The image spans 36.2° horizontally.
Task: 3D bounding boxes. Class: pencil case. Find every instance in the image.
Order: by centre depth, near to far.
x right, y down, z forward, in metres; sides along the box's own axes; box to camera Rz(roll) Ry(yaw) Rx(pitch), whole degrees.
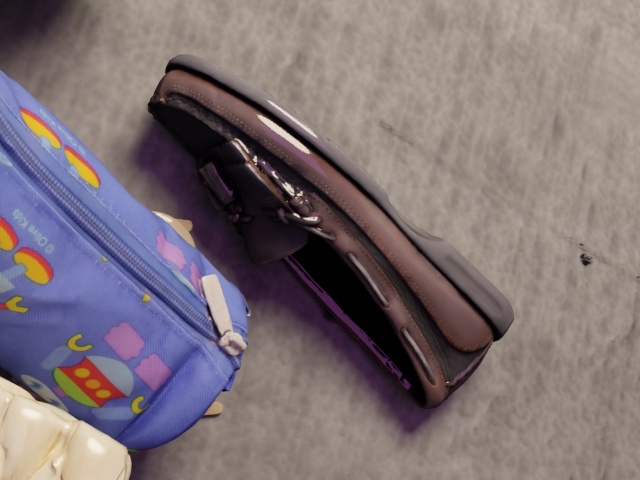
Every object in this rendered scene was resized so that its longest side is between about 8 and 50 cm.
[{"bbox_3d":[-0.147,-0.002,0.503,0.306,0.133,0.119,53,40,-43],"label":"pencil case"}]

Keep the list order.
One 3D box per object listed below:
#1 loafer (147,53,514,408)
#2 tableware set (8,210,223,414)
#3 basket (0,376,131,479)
[{"bbox_3d":[0.000,0.000,0.662,0.302,0.109,0.095,38,75,-14],"label":"loafer"},{"bbox_3d":[-0.141,0.063,0.643,0.141,0.020,0.169,-9,86,-19],"label":"tableware set"},{"bbox_3d":[-0.288,0.164,0.423,0.328,0.266,0.331,30,67,-9],"label":"basket"}]
